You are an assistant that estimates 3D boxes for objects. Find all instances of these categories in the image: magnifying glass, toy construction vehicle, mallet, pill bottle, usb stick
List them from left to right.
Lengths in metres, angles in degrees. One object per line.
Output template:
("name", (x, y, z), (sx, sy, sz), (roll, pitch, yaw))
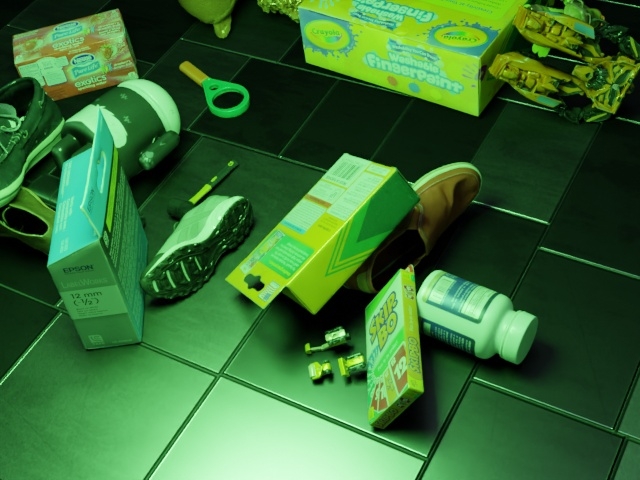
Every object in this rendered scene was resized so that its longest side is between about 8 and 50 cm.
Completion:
("usb stick", (-0.476, -0.070, 1.928), (0.278, 0.045, 0.077), (21, 47, 26))
("mallet", (-0.222, -0.100, 1.923), (0.062, 0.039, 0.189), (29, 54, 32))
("magnifying glass", (-0.244, -0.344, 2.153), (0.092, 0.026, 0.231), (-35, 54, -20))
("toy construction vehicle", (0.026, 0.195, 1.611), (0.098, 0.035, 0.086), (-22, 56, 10))
("pill bottle", (0.255, 0.131, 1.580), (0.186, 0.112, 0.112), (22, 55, 26))

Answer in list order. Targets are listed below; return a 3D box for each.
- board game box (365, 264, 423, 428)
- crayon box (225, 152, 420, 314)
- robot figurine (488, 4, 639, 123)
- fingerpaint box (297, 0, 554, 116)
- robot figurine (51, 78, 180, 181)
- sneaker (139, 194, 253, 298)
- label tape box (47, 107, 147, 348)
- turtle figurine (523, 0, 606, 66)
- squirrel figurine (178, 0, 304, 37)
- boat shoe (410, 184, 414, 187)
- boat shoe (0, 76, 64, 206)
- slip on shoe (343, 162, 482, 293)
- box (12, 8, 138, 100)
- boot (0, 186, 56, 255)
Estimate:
("board game box", (0.118, 0.166, 1.568), (0.039, 0.124, 0.259), (21, 44, -18))
("crayon box", (0.000, 0.000, 1.668), (0.323, 0.083, 0.203), (-46, 26, -8))
("robot figurine", (0.490, -0.338, 1.868), (0.291, 0.211, 0.085), (17, 25, -13))
("fingerpaint box", (0.238, -0.496, 2.114), (0.444, 0.163, 0.371), (22, 54, 26))
("robot figurine", (-0.413, -0.211, 1.958), (0.209, 0.173, 0.278), (46, 56, -2))
("sneaker", (-0.243, 0.010, 1.794), (0.108, 0.100, 0.271), (16, 46, 35))
("label tape box", (-0.394, -0.015, 1.658), (0.115, 0.348, 0.249), (-8, 47, 2))
("turtle figurine", (0.519, -0.439, 1.969), (0.217, 0.087, 0.270), (-19, 85, -34))
("squirrel figurine", (-0.153, -0.659, 2.264), (0.397, 0.281, 0.370), (24, 62, 30))
("boat shoe", (0.096, -0.075, 1.818), (0.223, 0.073, 0.080), (-2, 48, 7))
("boat shoe", (-0.659, -0.184, 1.896), (0.186, 0.156, 0.500), (-5, 30, 14))
("slip on shoe", (0.174, -0.017, 1.715), (0.331, 0.123, 0.101), (-38, 39, -16))
("box", (-0.563, -0.423, 2.205), (0.256, 0.128, 0.123), (-16, 48, -4))
("boot", (-0.608, -0.058, 1.878), (0.305, 0.115, 0.112), (22, 82, 29))
